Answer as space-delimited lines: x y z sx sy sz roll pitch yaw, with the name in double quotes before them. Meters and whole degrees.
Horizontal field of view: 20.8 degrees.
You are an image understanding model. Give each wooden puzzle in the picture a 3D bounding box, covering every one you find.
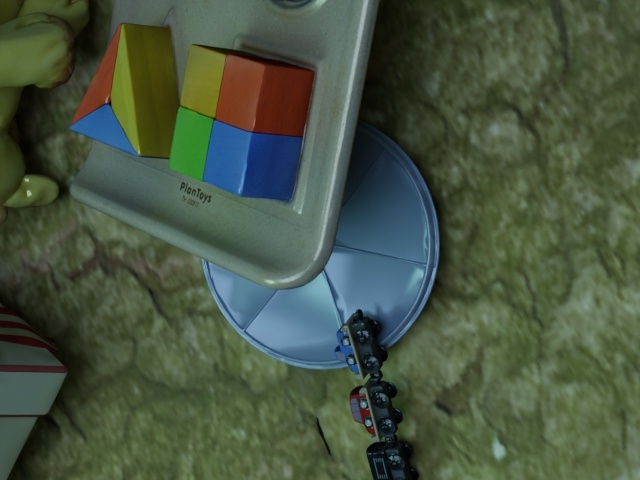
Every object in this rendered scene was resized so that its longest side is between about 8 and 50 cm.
"wooden puzzle" -0.082 -0.168 1.282 0.322 0.080 0.348 22 101 50

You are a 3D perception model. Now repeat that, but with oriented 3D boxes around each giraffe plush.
"giraffe plush" -0.279 -0.103 1.405 0.181 0.210 0.170 11 126 17

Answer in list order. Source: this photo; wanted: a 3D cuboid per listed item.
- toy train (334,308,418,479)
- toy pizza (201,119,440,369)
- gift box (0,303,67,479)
"toy train" 0.041 0.126 1.339 0.036 0.027 0.158 -6 110 25
"toy pizza" 0.000 0.000 1.364 0.201 0.032 0.201 1 94 22
"gift box" -0.374 0.112 1.402 0.255 0.276 0.258 37 109 28
